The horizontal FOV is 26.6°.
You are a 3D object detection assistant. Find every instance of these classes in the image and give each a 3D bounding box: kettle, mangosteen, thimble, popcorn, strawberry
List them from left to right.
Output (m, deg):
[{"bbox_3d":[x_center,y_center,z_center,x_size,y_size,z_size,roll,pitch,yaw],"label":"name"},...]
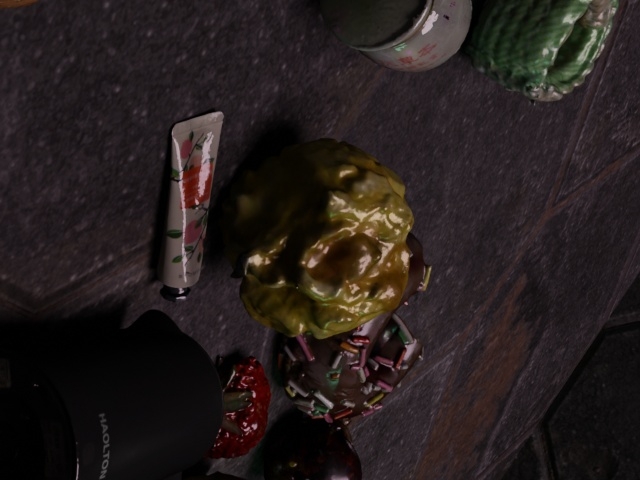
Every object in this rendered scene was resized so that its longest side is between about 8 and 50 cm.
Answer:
[{"bbox_3d":[-0.239,0.222,1.462,0.203,0.262,0.308,-34,168,25],"label":"kettle"},{"bbox_3d":[-0.104,0.248,1.941,0.167,0.087,0.208,-61,157,6],"label":"strawberry"},{"bbox_3d":[-0.008,-0.004,1.664,0.225,0.249,0.249,9,113,-49],"label":"popcorn"},{"bbox_3d":[-0.008,0.368,2.185,0.172,0.172,0.184,-60,175,5],"label":"mangosteen"},{"bbox_3d":[0.324,-0.314,1.988,0.219,0.150,0.219,-43,152,-30],"label":"thimble"}]

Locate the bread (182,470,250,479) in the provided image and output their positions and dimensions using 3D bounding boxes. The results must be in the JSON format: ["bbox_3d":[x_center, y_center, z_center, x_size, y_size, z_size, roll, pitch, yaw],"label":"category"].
[{"bbox_3d":[-0.133,0.369,1.758,0.242,0.346,0.405,-62,147,-23],"label":"bread"}]

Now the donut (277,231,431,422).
[{"bbox_3d":[0.052,0.147,2.061,0.259,0.136,0.345,-46,152,-31],"label":"donut"}]

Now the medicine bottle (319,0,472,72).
[{"bbox_3d":[0.091,-0.278,1.596,0.147,0.147,0.143,-61,154,9],"label":"medicine bottle"}]

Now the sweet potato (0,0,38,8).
[{"bbox_3d":[-0.239,-0.231,1.150,0.218,0.051,0.065,-26,143,-50],"label":"sweet potato"}]

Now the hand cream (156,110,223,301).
[{"bbox_3d":[-0.154,-0.036,1.563,0.080,0.050,0.234,-23,133,-45],"label":"hand cream"}]
